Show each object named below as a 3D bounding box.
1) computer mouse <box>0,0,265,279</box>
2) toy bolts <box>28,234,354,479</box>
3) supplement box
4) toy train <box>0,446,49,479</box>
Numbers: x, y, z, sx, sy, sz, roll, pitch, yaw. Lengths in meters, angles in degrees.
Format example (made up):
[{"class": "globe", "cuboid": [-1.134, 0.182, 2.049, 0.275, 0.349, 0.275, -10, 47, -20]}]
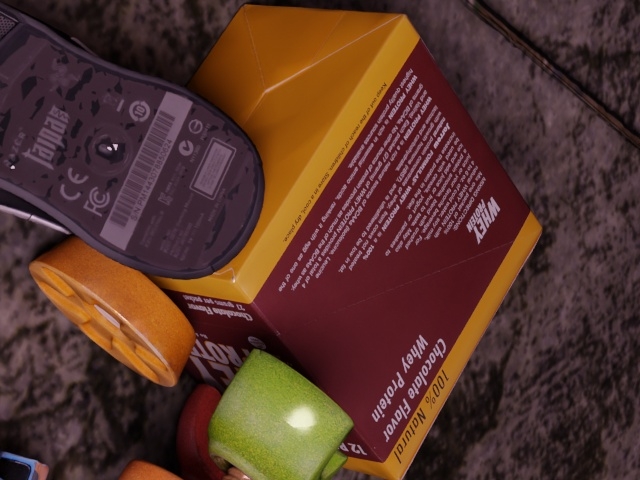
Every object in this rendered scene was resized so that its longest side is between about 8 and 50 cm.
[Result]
[{"class": "computer mouse", "cuboid": [-0.139, -0.098, 1.000, 0.262, 0.060, 0.184, 21, 83, -21]}, {"class": "toy bolts", "cuboid": [-0.101, 0.134, 1.068, 0.158, 0.218, 0.228, -51, 165, -17]}, {"class": "supplement box", "cuboid": [0.000, 0.000, 1.151, 0.191, 0.129, 0.194, -58, 133, -23]}, {"class": "toy train", "cuboid": [-0.192, 0.189, 1.019, 0.105, 0.080, 0.184, 35, 69, -55]}]
